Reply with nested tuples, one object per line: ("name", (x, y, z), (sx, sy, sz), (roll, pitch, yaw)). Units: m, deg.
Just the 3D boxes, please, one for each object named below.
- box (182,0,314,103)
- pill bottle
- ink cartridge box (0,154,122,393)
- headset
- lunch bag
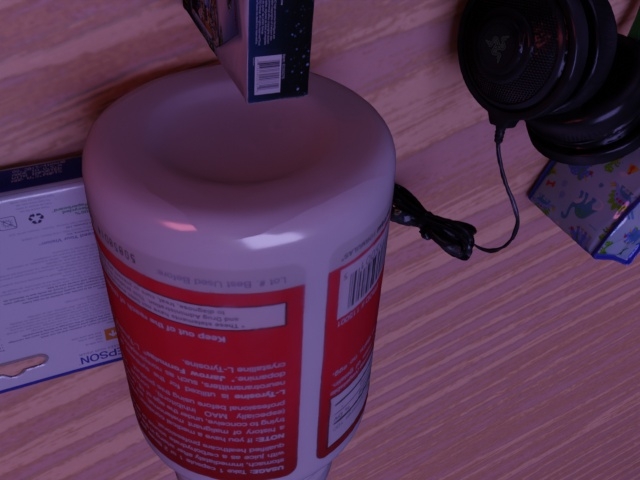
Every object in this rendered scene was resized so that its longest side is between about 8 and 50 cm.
("box", (-0.048, -0.225, 0.434), (0.044, 0.159, 0.233), (-11, 133, -20))
("pill bottle", (-0.064, 0.073, 0.641), (0.229, 0.229, 0.408), (-15, 134, -20))
("ink cartridge box", (-0.285, 0.044, 0.615), (0.223, 0.045, 0.224), (-13, 134, -20))
("headset", (0.208, -0.165, 0.691), (0.243, 0.185, 0.394), (20, 100, -45))
("lunch bag", (0.341, -0.069, 0.828), (0.096, 0.129, 0.151), (6, 122, -36))
